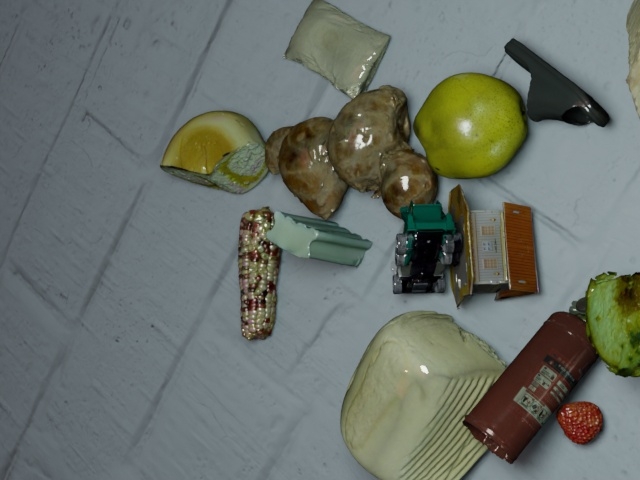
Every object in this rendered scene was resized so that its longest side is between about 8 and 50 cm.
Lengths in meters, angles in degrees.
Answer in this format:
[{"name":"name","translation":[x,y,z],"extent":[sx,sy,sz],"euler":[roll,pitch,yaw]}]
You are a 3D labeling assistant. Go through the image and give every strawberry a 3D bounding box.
[{"name":"strawberry","translation":[0.424,0.294,1.495],"extent":[0.073,0.083,0.073],"euler":[-46,21,24]}]

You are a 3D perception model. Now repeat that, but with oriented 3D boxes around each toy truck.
[{"name":"toy truck","translation":[0.182,0.007,1.611],"extent":[0.110,0.216,0.116],"euler":[-1,58,-2]}]

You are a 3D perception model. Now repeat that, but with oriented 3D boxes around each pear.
[{"name":"pear","translation":[0.262,-0.201,1.583],"extent":[0.198,0.198,0.198],"euler":[-3,84,34]},{"name":"pear","translation":[0.560,0.131,1.351],"extent":[0.238,0.255,0.164],"euler":[159,117,-67]}]

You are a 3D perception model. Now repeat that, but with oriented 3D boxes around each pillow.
[{"name":"pillow","translation":[0.029,-0.394,1.842],"extent":[0.229,0.050,0.148],"euler":[37,100,30]}]

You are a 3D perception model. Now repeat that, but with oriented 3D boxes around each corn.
[{"name":"corn","translation":[-0.127,0.069,1.878],"extent":[0.092,0.092,0.281],"euler":[-1,87,34]}]

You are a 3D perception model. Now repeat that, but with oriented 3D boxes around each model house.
[{"name":"model house","translation":[0.306,0.002,1.588],"extent":[0.135,0.207,0.220],"euler":[-1,76,-1]}]

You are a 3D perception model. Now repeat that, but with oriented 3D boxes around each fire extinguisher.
[{"name":"fire extinguisher","translation":[0.391,0.214,1.472],"extent":[0.337,0.106,0.147],"euler":[-48,46,-9]}]

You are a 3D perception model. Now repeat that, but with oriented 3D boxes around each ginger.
[{"name":"ginger","translation":[0.046,-0.159,1.735],"extent":[0.375,0.176,0.256],"euler":[-1,95,34]}]

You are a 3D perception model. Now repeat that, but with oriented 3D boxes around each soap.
[{"name":"soap","translation":[0.000,0.000,1.735],"extent":[0.114,0.198,0.063],"euler":[28,100,35]}]

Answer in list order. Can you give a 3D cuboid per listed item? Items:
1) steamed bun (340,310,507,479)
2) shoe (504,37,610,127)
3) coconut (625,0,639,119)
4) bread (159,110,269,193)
[{"name":"steamed bun","translation":[0.156,0.266,1.602],"extent":[0.272,0.273,0.290],"euler":[36,102,47]},{"name":"shoe","translation":[0.389,-0.249,1.553],"extent":[0.093,0.108,0.241],"euler":[-50,55,16]},{"name":"coconut","translation":[0.627,-0.253,1.230],"extent":[0.404,0.404,0.405],"euler":[-3,84,34]},{"name":"bread","translation":[-0.207,-0.193,1.929],"extent":[0.260,0.158,0.156],"euler":[12,82,35]}]
